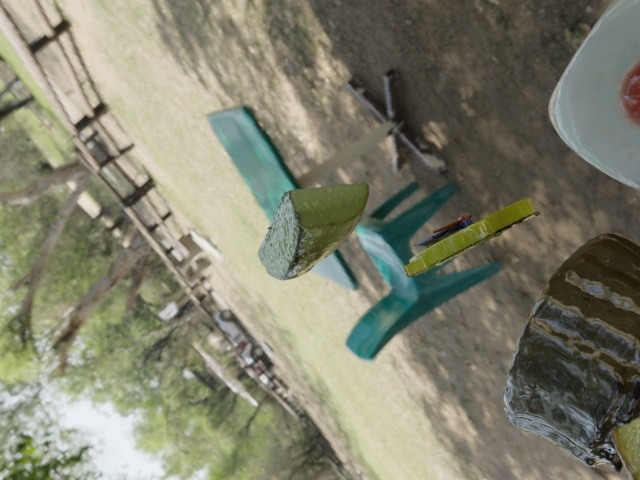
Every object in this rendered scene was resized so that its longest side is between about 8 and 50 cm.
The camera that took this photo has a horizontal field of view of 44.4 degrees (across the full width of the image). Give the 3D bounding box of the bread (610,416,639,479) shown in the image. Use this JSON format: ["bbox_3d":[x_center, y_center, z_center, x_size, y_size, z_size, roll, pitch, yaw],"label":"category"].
[{"bbox_3d":[0.481,0.310,0.851,0.361,0.077,0.138,30,-152,-20],"label":"bread"}]

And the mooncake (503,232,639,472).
[{"bbox_3d":[0.415,0.162,1.123,0.187,0.324,0.324,30,161,34],"label":"mooncake"}]

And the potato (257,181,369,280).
[{"bbox_3d":[0.000,0.000,0.998,0.081,0.120,0.149,68,150,27],"label":"potato"}]

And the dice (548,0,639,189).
[{"bbox_3d":[0.558,-0.262,1.222,0.277,0.304,0.304,38,128,16],"label":"dice"}]

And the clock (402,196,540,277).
[{"bbox_3d":[0.303,-0.017,1.613,0.071,0.293,0.277,64,-172,6],"label":"clock"}]
